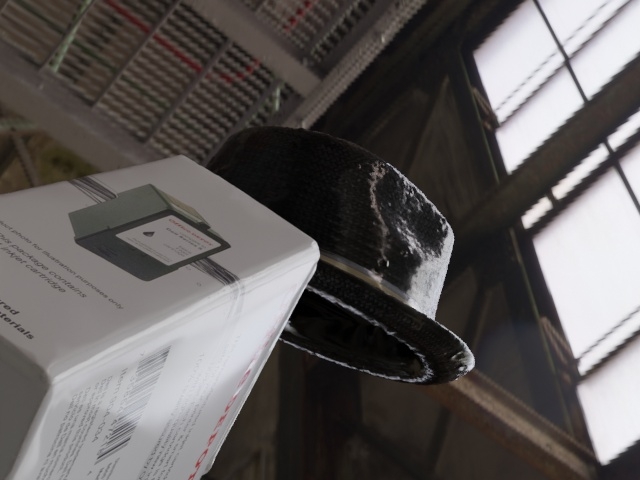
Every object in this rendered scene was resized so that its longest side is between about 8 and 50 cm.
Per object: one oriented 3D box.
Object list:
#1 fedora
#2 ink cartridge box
[{"bbox_3d":[0.000,0.000,1.008,0.334,0.334,0.153,28,-106,-17],"label":"fedora"},{"bbox_3d":[-0.134,0.079,0.589,0.114,0.273,0.198,34,-69,14],"label":"ink cartridge box"}]
